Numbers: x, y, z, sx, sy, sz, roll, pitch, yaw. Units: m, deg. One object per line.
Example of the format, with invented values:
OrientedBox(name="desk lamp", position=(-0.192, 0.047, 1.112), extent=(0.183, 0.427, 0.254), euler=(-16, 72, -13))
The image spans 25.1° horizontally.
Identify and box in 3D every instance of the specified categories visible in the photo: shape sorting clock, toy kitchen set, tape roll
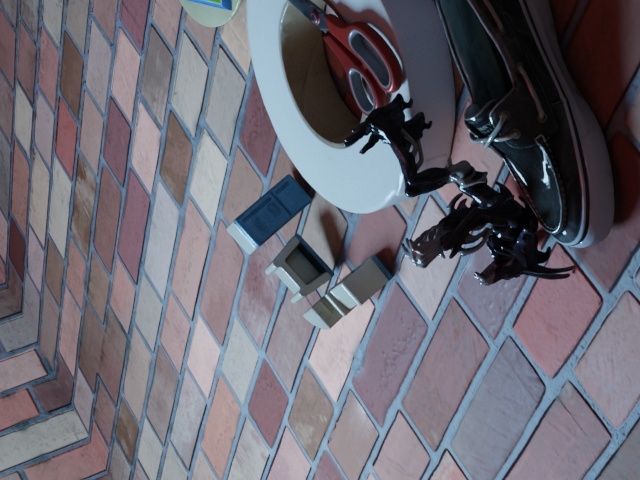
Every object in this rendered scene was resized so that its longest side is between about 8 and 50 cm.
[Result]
OrientedBox(name="shape sorting clock", position=(-0.167, -0.415, 2.097), extent=(0.206, 0.040, 0.206), euler=(20, 115, 49))
OrientedBox(name="toy kitchen set", position=(0.000, 0.000, 2.023), extent=(0.207, 0.122, 0.166), euler=(48, 152, -1))
OrientedBox(name="tape roll", position=(0.030, -0.224, 1.823), extent=(0.392, 0.072, 0.392), euler=(41, 141, 45))

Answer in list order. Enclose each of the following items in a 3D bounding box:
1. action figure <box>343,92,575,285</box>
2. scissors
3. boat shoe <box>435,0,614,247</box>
OrientedBox(name="action figure", position=(0.148, -0.028, 1.604), extent=(0.275, 0.141, 0.164), euler=(45, -178, 11))
OrientedBox(name="scissors", position=(0.010, -0.269, 1.734), extent=(0.297, 0.021, 0.109), euler=(56, 152, 27))
OrientedBox(name="boat shoe", position=(0.199, -0.141, 1.502), extent=(0.121, 0.119, 0.335), euler=(-21, 90, 63))
